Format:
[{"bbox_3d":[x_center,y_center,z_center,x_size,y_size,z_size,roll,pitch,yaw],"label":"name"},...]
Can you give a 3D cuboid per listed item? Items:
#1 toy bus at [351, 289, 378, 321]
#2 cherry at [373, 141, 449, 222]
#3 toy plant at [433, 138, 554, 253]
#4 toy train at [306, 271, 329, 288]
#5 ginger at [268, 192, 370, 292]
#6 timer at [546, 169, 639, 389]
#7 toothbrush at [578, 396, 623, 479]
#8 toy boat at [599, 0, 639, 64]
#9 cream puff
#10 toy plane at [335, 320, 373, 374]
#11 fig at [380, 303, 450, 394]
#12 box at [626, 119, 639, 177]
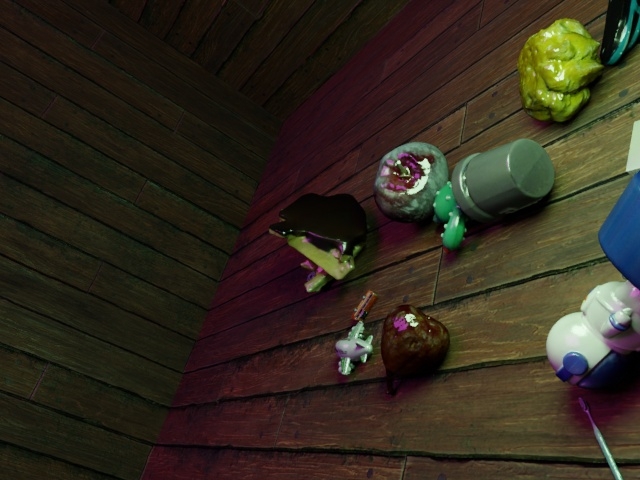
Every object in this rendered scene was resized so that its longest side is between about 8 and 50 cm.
[{"bbox_3d":[0.146,0.217,1.727,0.110,0.031,0.043,-58,29,3],"label":"toy bus"},{"bbox_3d":[0.280,-0.174,1.630,0.255,0.218,0.296,-67,-20,-4],"label":"cherry"},{"bbox_3d":[0.415,-0.120,1.402,0.400,0.185,0.279,153,123,-65],"label":"toy plant"},{"bbox_3d":[0.015,0.099,2.078,0.132,0.083,0.200,-38,32,35],"label":"toy train"},{"bbox_3d":[0.000,0.000,1.969,0.413,0.358,0.211,-78,-7,-55],"label":"ginger"},{"bbox_3d":[0.524,0.103,0.869,0.270,0.270,0.383,-93,24,-53],"label":"timer"},{"bbox_3d":[0.480,0.341,0.905,0.011,0.014,0.167,-37,30,25],"label":"toothbrush"},{"bbox_3d":[0.775,-0.572,1.313,0.134,0.092,0.299,75,-150,-74],"label":"toy boat"},{"bbox_3d":[0.601,-0.427,1.338,0.196,0.244,0.244,-30,24,-2],"label":"cream puff"},{"bbox_3d":[0.100,0.332,1.620,0.174,0.080,0.174,-48,24,30],"label":"toy plane"},{"bbox_3d":[0.220,0.293,1.362,0.145,0.170,0.274,-63,-6,-61],"label":"fig"},{"bbox_3d":[0.699,-0.196,1.058,0.129,0.051,0.130,-17,47,58],"label":"box"}]
